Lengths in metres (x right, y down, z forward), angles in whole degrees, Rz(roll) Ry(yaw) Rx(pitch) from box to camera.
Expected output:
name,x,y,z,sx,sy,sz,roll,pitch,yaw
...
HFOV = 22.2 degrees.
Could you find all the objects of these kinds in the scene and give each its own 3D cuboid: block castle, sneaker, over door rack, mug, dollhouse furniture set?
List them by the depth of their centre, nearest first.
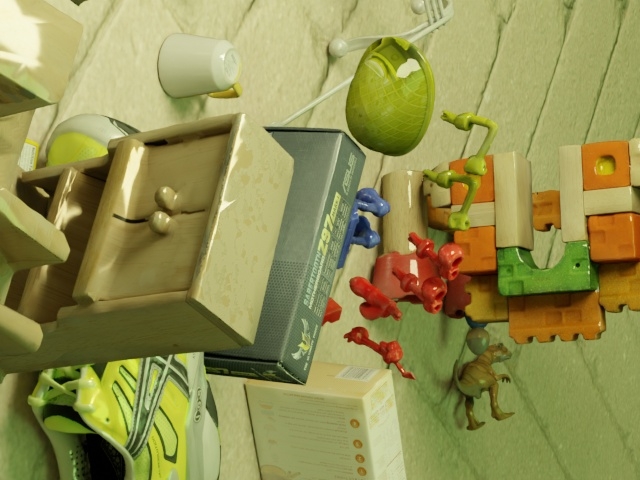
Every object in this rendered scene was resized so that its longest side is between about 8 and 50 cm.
name,x,y,z,sx,sy,sz,roll,pitch,yaw
dollhouse furniture set,-0.240,-0.076,1.092,0.394,0.256,0.362,43,49,-43
sneaker,-0.171,0.086,1.375,0.147,0.145,0.385,-34,120,-55
mug,-0.105,-0.165,1.540,0.078,0.064,0.062,-9,100,-60
over door rack,-0.005,-0.265,1.682,0.324,0.108,0.240,-42,130,-32
block castle,0.310,0.020,1.902,0.303,0.453,0.213,14,73,-61

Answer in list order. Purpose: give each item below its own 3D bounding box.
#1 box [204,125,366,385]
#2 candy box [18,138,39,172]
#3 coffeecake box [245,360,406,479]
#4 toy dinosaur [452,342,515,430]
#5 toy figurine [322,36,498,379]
name,x,y,z,sx,sy,sz,roll,pitch,yaw
box,-0.073,0.009,1.497,0.059,0.183,0.233,42,58,-54
candy box,-0.279,0.010,1.292,0.105,0.027,0.206,24,73,-62
coffeecake box,0.010,0.224,1.704,0.068,0.142,0.186,-38,125,-52
toy dinosaur,0.200,0.190,2.134,0.211,0.064,0.112,-26,98,-67
toy figurine,0.000,0.000,1.593,0.217,0.191,0.363,-19,142,-36
